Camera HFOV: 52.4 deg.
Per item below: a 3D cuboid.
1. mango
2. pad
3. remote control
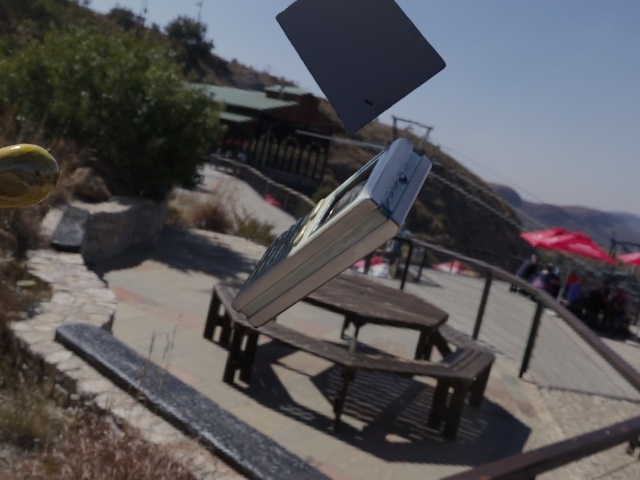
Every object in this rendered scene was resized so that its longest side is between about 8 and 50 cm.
[{"bbox_3d":[-0.511,-0.099,1.064,0.161,0.103,0.076,-20,35,-16],"label":"mango"},{"bbox_3d":[0.050,-0.289,0.940,0.265,0.159,0.009,61,11,27],"label":"pad"},{"bbox_3d":[0.000,0.000,0.700,0.055,0.277,0.103,40,48,-10],"label":"remote control"}]
